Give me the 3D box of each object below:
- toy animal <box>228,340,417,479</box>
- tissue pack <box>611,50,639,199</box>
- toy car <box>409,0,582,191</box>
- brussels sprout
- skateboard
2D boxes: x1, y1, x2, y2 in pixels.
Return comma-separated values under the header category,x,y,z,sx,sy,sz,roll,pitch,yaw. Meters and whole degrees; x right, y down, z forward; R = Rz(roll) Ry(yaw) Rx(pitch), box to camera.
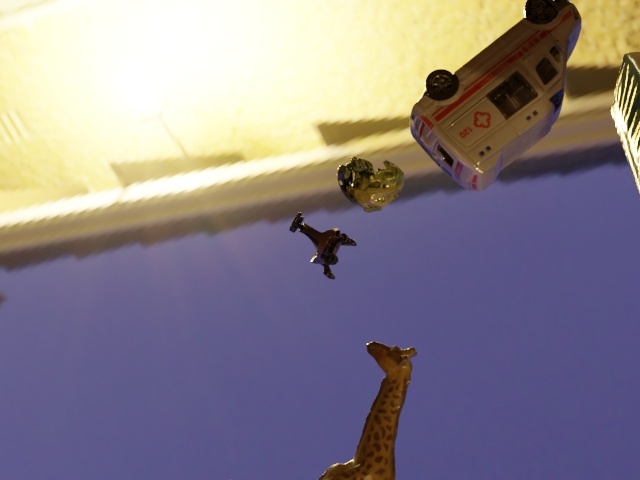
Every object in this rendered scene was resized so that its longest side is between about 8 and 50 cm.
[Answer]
category,x,y,z,sx,sy,sz,roll,pitch,yaw
toy animal,0.022,0.230,1.392,0.275,0.149,0.054,-45,164,1
tissue pack,0.343,-0.076,1.164,0.177,0.089,0.263,10,-157,1
toy car,0.190,-0.146,1.386,0.209,0.089,0.108,-38,-111,-10
brussels sprout,0.059,-0.071,1.772,0.085,0.085,0.058,-3,-146,40
skateboard,0.000,0.000,1.984,0.067,0.080,0.151,-56,171,-6
